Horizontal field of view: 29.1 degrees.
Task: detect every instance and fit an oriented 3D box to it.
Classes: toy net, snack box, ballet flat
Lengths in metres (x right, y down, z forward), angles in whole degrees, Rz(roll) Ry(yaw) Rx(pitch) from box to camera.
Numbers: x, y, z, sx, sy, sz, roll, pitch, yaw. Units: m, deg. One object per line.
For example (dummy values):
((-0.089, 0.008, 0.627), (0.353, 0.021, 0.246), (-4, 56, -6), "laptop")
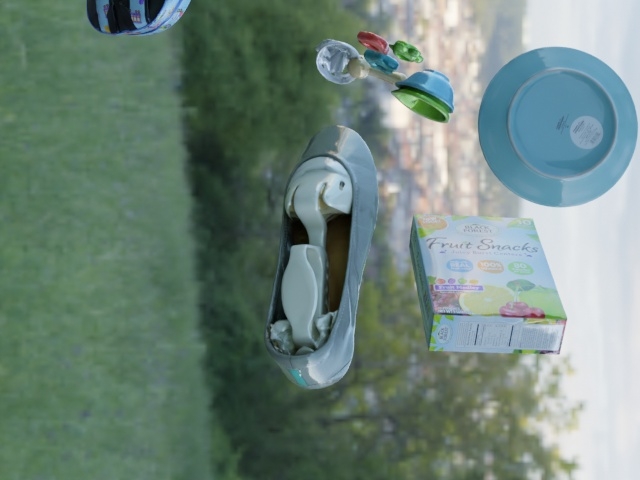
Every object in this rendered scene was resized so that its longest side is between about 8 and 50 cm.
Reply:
((0.052, -0.195, 1.407), (0.122, 0.232, 0.045), (31, 84, -41), "toy net")
((0.125, 0.031, 0.952), (0.141, 0.100, 0.037), (-94, -172, -58), "snack box")
((0.000, 0.000, 0.898), (0.068, 0.072, 0.213), (48, 42, -59), "ballet flat")

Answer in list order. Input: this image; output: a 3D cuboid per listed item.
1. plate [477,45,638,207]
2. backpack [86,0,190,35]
((0.274, -0.132, 1.410), (0.024, 0.188, 0.188), (129, -38, -83), "plate")
((-0.222, -0.340, 1.586), (0.117, 0.158, 0.173), (18, 72, -57), "backpack")
